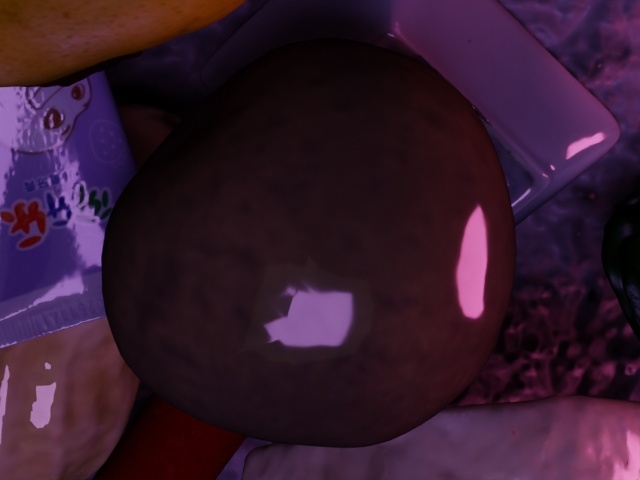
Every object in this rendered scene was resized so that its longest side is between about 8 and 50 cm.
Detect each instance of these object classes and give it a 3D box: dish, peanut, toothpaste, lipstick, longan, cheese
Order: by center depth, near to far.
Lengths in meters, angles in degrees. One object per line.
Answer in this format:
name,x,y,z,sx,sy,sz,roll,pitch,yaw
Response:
longan,0.000,0.000,1.055,0.246,0.246,0.215,27,147,-18
toothpaste,-0.188,-0.126,1.079,0.125,0.080,0.371,-16,103,-11
dish,0.064,-0.075,1.186,0.182,0.080,0.243,-40,116,19
peanut,-0.195,0.057,1.205,0.174,0.158,0.340,20,117,-1
cheese,0.106,0.184,1.229,0.318,0.326,0.115,-4,77,3
lipstick,-0.124,0.178,1.258,0.080,0.080,0.241,41,76,-24

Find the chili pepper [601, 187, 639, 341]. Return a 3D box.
chili pepper,0.269,0.004,1.197,0.165,0.174,0.261,-20,105,19

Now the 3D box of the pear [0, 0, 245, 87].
pear,-0.151,-0.260,0.880,0.340,0.191,0.386,35,104,14
